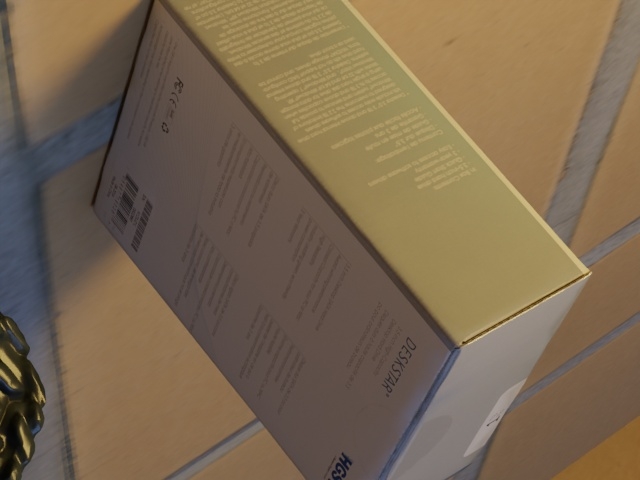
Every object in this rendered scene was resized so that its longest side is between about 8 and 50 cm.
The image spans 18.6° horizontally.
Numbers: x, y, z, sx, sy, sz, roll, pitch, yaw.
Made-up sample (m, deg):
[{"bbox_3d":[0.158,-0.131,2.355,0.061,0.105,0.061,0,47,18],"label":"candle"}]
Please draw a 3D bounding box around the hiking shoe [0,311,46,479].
[{"bbox_3d":[-0.228,0.099,0.638,0.132,0.113,0.304,-16,-168,48],"label":"hiking shoe"}]

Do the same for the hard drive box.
[{"bbox_3d":[0.000,0.000,0.967,0.089,0.232,0.181,-26,157,-32],"label":"hard drive box"}]
